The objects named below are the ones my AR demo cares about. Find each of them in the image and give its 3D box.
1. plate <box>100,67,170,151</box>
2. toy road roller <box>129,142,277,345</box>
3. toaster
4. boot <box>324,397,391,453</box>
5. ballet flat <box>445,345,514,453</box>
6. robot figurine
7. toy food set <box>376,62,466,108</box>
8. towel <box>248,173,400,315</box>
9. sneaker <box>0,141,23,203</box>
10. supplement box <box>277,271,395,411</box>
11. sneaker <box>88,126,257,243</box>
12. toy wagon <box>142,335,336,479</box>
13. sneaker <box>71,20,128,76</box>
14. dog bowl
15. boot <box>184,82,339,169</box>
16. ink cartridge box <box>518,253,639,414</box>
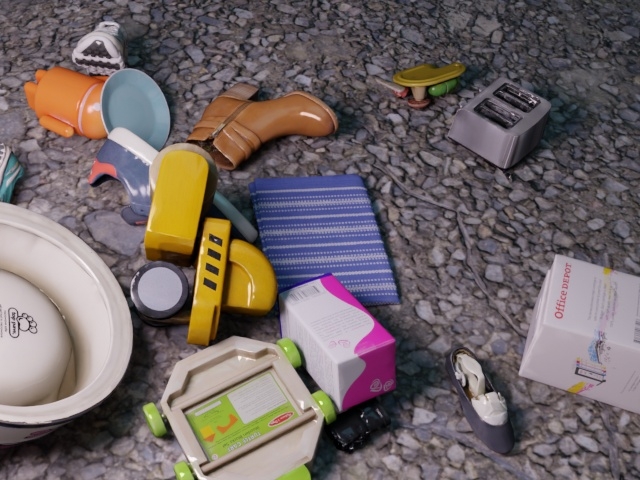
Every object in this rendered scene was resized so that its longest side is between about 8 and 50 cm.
[{"bbox_3d":[-0.388,-0.262,1.858,0.024,0.188,0.188,-7,38,36],"label":"plate"},{"bbox_3d":[-0.189,0.016,1.545,0.241,0.202,0.329,9,78,-9],"label":"toy road roller"},{"bbox_3d":[0.398,-0.252,1.961,0.186,0.110,0.168,35,55,23],"label":"toaster"},{"bbox_3d":[0.048,0.288,1.489,0.099,0.045,0.121,-26,54,-19],"label":"boot"},{"bbox_3d":[0.270,0.262,1.516,0.074,0.074,0.203,-12,51,-17],"label":"ballet flat"},{"bbox_3d":[-0.508,-0.289,1.880,0.220,0.128,0.158,20,15,11],"label":"robot figurine"},{"bbox_3d":[0.238,-0.353,2.070,0.218,0.071,0.128,-21,30,-25],"label":"toy food set"},{"bbox_3d":[0.000,0.000,1.749,0.243,0.040,0.335,-4,51,-12],"label":"towel"},{"bbox_3d":[-0.628,-0.053,1.674,0.107,0.110,0.275,7,64,22],"label":"sneaker"},{"bbox_3d":[0.024,0.166,1.510,0.111,0.113,0.220,-18,35,-21],"label":"supplement box"},{"bbox_3d":[-0.291,-0.066,1.728,0.350,0.131,0.148,34,84,8],"label":"sneaker"},{"bbox_3d":[-0.110,0.308,1.423,0.267,0.068,0.344,-25,55,-18],"label":"toy wagon"},{"bbox_3d":[-0.455,-0.412,1.892,0.110,0.292,0.118,10,90,-9],"label":"sneaker"},{"bbox_3d":[-0.507,0.139,1.392,0.408,0.150,0.407,27,38,-23],"label":"dog bowl"},{"bbox_3d":[-0.125,-0.231,1.882,0.284,0.109,0.220,21,48,15],"label":"boot"},{"bbox_3d":[0.489,0.163,1.561,0.233,0.168,0.171,17,48,9],"label":"ink cartridge box"}]
